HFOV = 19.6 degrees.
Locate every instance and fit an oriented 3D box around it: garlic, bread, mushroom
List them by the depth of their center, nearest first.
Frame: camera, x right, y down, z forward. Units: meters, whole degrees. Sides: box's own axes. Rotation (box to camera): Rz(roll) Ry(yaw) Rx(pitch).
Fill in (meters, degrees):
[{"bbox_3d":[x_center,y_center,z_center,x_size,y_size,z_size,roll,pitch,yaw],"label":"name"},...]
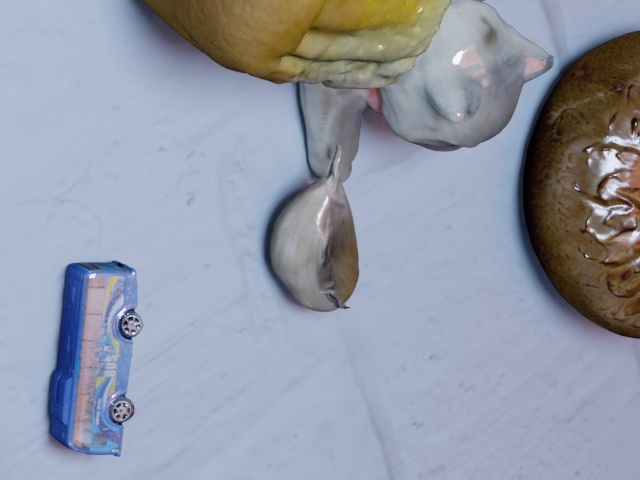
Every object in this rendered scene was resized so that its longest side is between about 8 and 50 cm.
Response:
[{"bbox_3d":[-0.017,-0.197,1.383,0.204,0.262,0.163,0,74,-38],"label":"bread"},{"bbox_3d":[-0.008,0.000,1.569,0.152,0.066,0.084,76,31,-41],"label":"garlic"},{"bbox_3d":[0.323,-0.053,1.772,0.278,0.163,0.297,5,95,-40],"label":"mushroom"}]

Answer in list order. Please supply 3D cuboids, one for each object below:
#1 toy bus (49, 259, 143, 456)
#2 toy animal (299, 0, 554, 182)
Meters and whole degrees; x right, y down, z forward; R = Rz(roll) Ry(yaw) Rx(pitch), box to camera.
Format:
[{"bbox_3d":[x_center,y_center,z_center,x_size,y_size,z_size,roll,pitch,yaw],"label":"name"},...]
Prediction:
[{"bbox_3d":[-0.176,0.093,1.460,0.061,0.051,0.153,4,98,-28],"label":"toy bus"},{"bbox_3d":[0.128,-0.215,1.565,0.308,0.188,0.266,-25,106,-30],"label":"toy animal"}]
